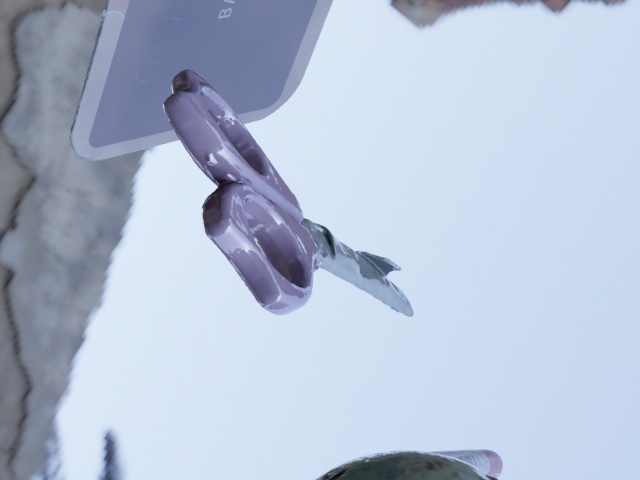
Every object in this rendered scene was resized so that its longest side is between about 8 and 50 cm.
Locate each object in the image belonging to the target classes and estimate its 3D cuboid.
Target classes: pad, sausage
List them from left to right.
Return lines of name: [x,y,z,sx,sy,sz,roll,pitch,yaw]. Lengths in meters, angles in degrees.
pad: [-0.041,-0.156,0.866,0.002,0.176,0.266,46,-47,27]
sausage: [0.107,0.186,1.301,0.029,0.223,0.029,-3,-97,25]

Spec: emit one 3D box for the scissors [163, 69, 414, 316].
scissors: [-0.001,0.000,0.677,0.021,0.212,0.110,-30,-118,17]

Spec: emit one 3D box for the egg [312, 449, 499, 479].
egg: [0.037,0.158,0.621,0.131,0.131,0.164,-44,-145,21]
